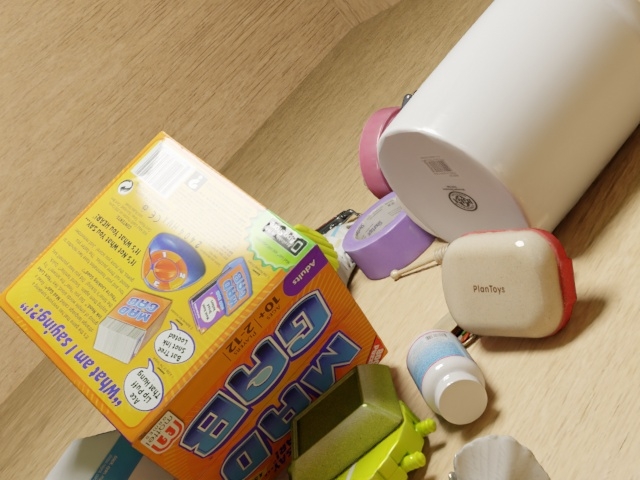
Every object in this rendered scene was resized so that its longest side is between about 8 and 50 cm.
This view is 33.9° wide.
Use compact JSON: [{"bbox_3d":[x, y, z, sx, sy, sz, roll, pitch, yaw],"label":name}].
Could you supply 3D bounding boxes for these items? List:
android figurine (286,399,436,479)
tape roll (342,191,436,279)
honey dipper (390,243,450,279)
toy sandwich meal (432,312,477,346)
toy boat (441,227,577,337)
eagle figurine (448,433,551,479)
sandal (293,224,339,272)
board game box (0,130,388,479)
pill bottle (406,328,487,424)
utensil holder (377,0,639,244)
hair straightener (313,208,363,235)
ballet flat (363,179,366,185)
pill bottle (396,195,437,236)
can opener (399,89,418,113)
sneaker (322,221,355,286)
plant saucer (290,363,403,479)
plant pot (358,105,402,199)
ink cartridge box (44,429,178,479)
[{"bbox_3d":[0.046,0.315,1.446,0.273,0.056,0.248,-32,18,34],"label":"android figurine"},{"bbox_3d":[0.138,-0.016,2.035,0.189,0.080,0.189,-37,17,13],"label":"tape roll"},{"bbox_3d":[0.182,0.043,1.888,0.160,0.030,0.030,-28,21,46],"label":"honey dipper"},{"bbox_3d":[0.208,0.133,1.595,0.085,0.029,0.085,-37,17,13],"label":"toy sandwich meal"},{"bbox_3d":[0.284,0.054,1.494,0.151,0.151,0.231,-11,5,-36],"label":"toy boat"},{"bbox_3d":[0.155,0.338,0.954,0.226,0.225,0.298,-30,6,1],"label":"eagle figurine"},{"bbox_3d":[-0.044,0.106,1.963,0.138,0.126,0.317,-42,32,39],"label":"sandal"},{"bbox_3d":[-0.182,0.131,1.588,0.356,0.356,0.356,-47,55,-10],"label":"board game box"},{"bbox_3d":[0.174,0.188,1.436,0.087,0.087,0.160,-39,17,4],"label":"pill bottle"},{"bbox_3d":[0.325,-0.198,1.695,0.385,0.327,0.327,-50,19,-19],"label":"utensil holder"},{"bbox_3d":[0.000,0.000,2.372,0.230,0.047,0.089,-29,20,21],"label":"hair straightener"},{"bbox_3d":[0.153,-0.174,2.395,0.086,0.086,0.248,-47,18,-20],"label":"ballet flat"},{"bbox_3d":[0.275,-0.148,1.927,0.283,0.161,0.161,-49,19,-19],"label":"pill bottle"},{"bbox_3d":[0.144,-0.169,1.795,0.059,0.073,0.186,-41,-32,-42],"label":"can opener"},{"bbox_3d":[0.039,0.030,2.126,0.092,0.087,0.229,-30,22,17],"label":"sneaker"},{"bbox_3d":[0.022,0.256,1.480,0.188,0.045,0.188,-41,14,9],"label":"plant saucer"},{"bbox_3d":[0.208,-0.175,2.124,0.180,0.201,0.201,1,42,43],"label":"plant pot"},{"bbox_3d":[-0.303,0.431,1.602,0.171,0.233,0.168,-23,27,45],"label":"ink cartridge box"}]
